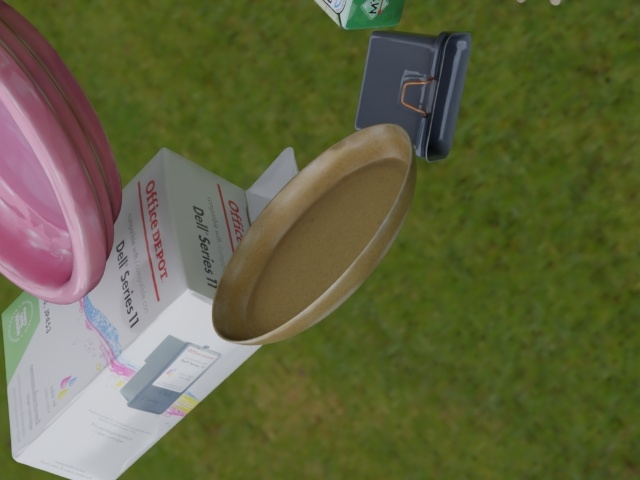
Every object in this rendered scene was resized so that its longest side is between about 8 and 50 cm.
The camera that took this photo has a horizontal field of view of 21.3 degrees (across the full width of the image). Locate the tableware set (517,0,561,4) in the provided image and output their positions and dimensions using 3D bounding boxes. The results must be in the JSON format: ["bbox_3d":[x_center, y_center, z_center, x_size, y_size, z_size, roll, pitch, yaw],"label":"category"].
[{"bbox_3d":[0.219,-0.324,1.603,0.039,0.128,0.194,36,-146,-66],"label":"tableware set"}]

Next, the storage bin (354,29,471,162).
[{"bbox_3d":[0.090,-0.156,1.748,0.091,0.098,0.135,14,103,21],"label":"storage bin"}]

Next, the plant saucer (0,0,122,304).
[{"bbox_3d":[-0.289,-0.099,1.534,0.332,0.084,0.332,39,151,27],"label":"plant saucer"}]

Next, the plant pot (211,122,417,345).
[{"bbox_3d":[0.000,0.000,1.448,0.032,0.236,0.236,41,162,-23],"label":"plant pot"}]

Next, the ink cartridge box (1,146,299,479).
[{"bbox_3d":[-0.164,0.058,1.675,0.119,0.353,0.207,27,-148,-35],"label":"ink cartridge box"}]

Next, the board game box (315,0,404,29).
[{"bbox_3d":[0.014,-0.317,1.018,0.213,0.046,0.317,50,138,39],"label":"board game box"}]
